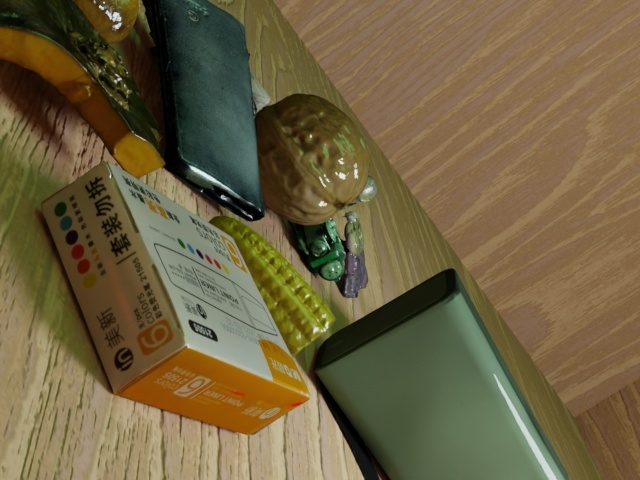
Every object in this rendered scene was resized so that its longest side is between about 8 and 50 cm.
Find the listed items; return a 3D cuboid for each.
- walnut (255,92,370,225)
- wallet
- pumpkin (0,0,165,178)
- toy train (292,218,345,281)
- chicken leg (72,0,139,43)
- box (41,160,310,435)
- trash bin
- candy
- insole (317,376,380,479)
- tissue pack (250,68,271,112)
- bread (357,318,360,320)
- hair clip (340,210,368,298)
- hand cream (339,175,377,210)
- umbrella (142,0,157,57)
[{"bbox_3d":[-0.027,-0.132,2.044,0.213,0.213,0.213,54,11,-15],"label":"walnut"},{"bbox_3d":[-0.159,-0.210,1.832,0.190,0.046,0.379,30,39,-42],"label":"wallet"},{"bbox_3d":[-0.265,-0.175,1.387,0.258,0.095,0.290,50,9,-15],"label":"pumpkin"},{"bbox_3d":[0.000,0.000,2.134,0.178,0.071,0.105,-103,168,-66],"label":"toy train"},{"bbox_3d":[-0.327,-0.343,1.649,0.251,0.087,0.107,37,29,-47],"label":"chicken leg"},{"bbox_3d":[-0.137,0.064,1.262,0.221,0.091,0.274,62,13,25],"label":"box"},{"bbox_3d":[0.172,0.247,1.764,0.344,0.223,0.158,59,9,-6],"label":"trash bin"},{"bbox_3d":[-0.075,0.055,1.571,0.199,0.094,0.106,51,-24,-5],"label":"candy"},{"bbox_3d":[0.046,0.269,1.713,0.080,0.003,0.232,40,20,-58],"label":"insole"},{"bbox_3d":[-0.215,-0.362,2.221,0.325,0.071,0.170,57,13,6],"label":"tissue pack"},{"bbox_3d":[0.156,0.223,1.980,0.247,0.135,0.232,53,15,-14],"label":"bread"},{"bbox_3d":[0.056,0.021,2.281,0.187,0.056,0.146,-107,-167,-85],"label":"hair clip"},{"bbox_3d":[0.027,-0.090,2.201,0.203,0.084,0.084,3,-43,54],"label":"hand cream"},{"bbox_3d":[-0.210,-0.287,1.988,0.090,0.094,0.326,-12,63,-30],"label":"umbrella"}]
